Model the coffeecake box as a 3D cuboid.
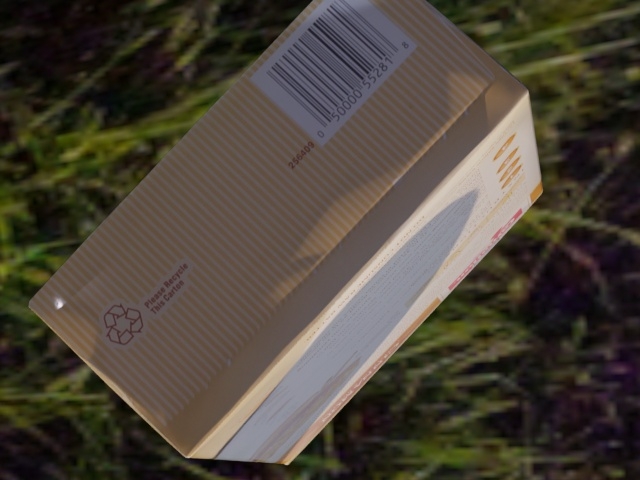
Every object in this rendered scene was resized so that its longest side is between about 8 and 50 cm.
[{"bbox_3d":[0.000,0.000,0.635,0.068,0.185,0.142,43,90,11],"label":"coffeecake box"}]
